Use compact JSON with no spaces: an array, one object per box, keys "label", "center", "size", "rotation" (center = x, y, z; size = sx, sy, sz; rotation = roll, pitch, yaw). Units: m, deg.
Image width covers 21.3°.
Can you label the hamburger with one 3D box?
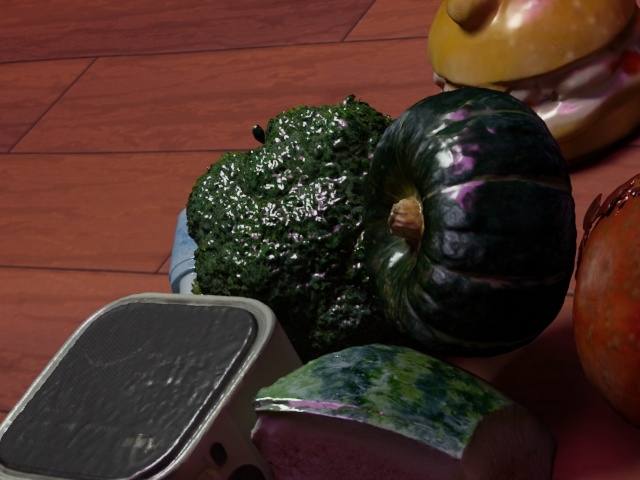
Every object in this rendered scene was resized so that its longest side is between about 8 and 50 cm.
[{"label":"hamburger","center":[0.248,-0.234,1.982],"size":[0.276,0.237,0.276],"rotation":[-17,32,11]}]

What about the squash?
[{"label":"squash","center":[0.137,-0.015,1.577],"size":[0.165,0.252,0.252],"rotation":[-5,28,-16]}]

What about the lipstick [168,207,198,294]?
[{"label":"lipstick","center":[-0.147,0.054,2.022],"size":[0.068,0.061,0.274],"rotation":[-19,32,10]}]

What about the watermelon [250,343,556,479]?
[{"label":"watermelon","center":[0.080,0.205,1.521],"size":[0.193,0.310,0.232],"rotation":[-8,74,28]}]

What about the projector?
[{"label":"projector","center":[-0.125,0.221,1.588],"size":[0.248,0.249,0.248],"rotation":[1,41,39]}]

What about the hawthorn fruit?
[{"label":"hawthorn fruit","center":[0.358,0.056,1.434],"size":[0.316,0.316,0.316],"rotation":[-19,32,13]}]

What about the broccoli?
[{"label":"broccoli","center":[0.000,0.000,1.833],"size":[0.321,0.304,0.283],"rotation":[-6,7,27]}]
